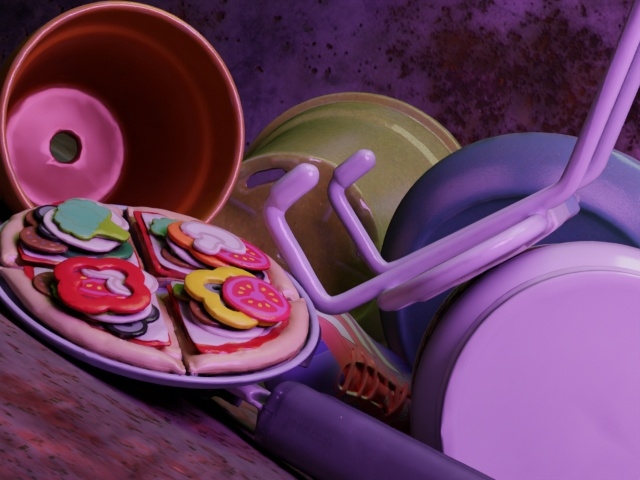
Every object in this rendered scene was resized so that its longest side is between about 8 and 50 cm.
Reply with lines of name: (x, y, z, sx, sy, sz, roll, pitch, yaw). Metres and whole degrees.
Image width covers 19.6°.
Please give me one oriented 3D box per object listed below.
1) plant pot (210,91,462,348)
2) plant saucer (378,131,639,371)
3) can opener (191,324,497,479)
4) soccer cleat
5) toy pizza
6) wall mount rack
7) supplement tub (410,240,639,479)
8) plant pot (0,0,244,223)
plant pot: (0.000, 0.000, 1.746, 0.276, 0.276, 0.254, 32, 13, 11)
plant saucer: (0.182, 0.070, 1.483, 0.317, 0.318, 0.043, 32, 34, 13)
can opener: (0.007, 0.092, 1.102, 0.283, 0.095, 0.076, 24, -2, 31)
soccer cleat: (0.028, 0.110, 1.434, 0.095, 0.083, 0.248, 33, -1, 22)
toy pizza: (-0.095, 0.020, 1.076, 0.201, 0.032, 0.201, 14, 25, -7)
wall mount rack: (0.128, -0.066, 1.205, 0.130, 0.304, 0.350, 62, 13, 1)
supplement tub: (0.174, 0.114, 1.254, 0.228, 0.228, 0.316, 31, 1, 3)
plant pot: (-0.192, -0.083, 1.534, 0.205, 0.205, 0.188, 31, -15, -20)
